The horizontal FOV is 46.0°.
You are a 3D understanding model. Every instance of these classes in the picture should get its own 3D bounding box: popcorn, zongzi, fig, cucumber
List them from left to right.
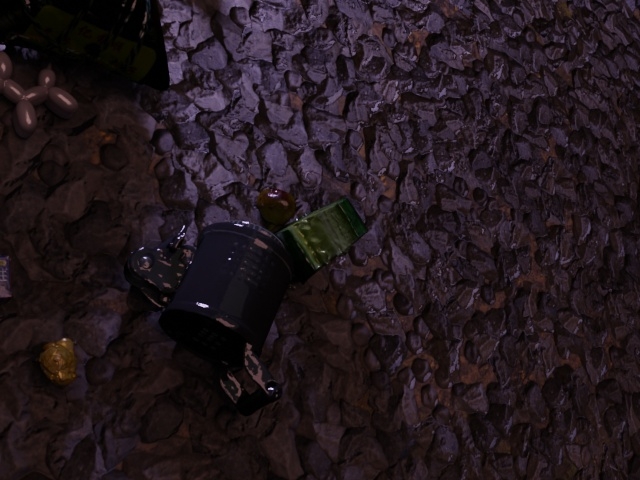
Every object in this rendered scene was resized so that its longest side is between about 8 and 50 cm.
[{"bbox_3d":[-0.461,0.210,1.296,0.084,0.084,0.084,12,67,-32],"label":"popcorn"},{"bbox_3d":[-0.415,-0.472,1.375,0.383,0.362,0.319,-9,73,-44],"label":"zongzi"},{"bbox_3d":[-0.097,-0.064,1.648,0.084,0.082,0.098,2,102,-29],"label":"fig"},{"bbox_3d":[0.002,-0.002,1.627,0.191,0.191,0.130,-37,98,-38],"label":"cucumber"}]

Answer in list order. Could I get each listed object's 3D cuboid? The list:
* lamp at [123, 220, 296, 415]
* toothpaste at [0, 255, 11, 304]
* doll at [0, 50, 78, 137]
[{"bbox_3d":[-0.164,0.104,1.450,0.374,0.205,0.272,45,57,-1],"label":"lamp"},{"bbox_3d":[-0.666,0.065,1.201,0.320,0.066,0.076,1,73,-36],"label":"toothpaste"},{"bbox_3d":[-0.554,-0.278,1.402,0.161,0.059,0.160,-36,96,-37],"label":"doll"}]
